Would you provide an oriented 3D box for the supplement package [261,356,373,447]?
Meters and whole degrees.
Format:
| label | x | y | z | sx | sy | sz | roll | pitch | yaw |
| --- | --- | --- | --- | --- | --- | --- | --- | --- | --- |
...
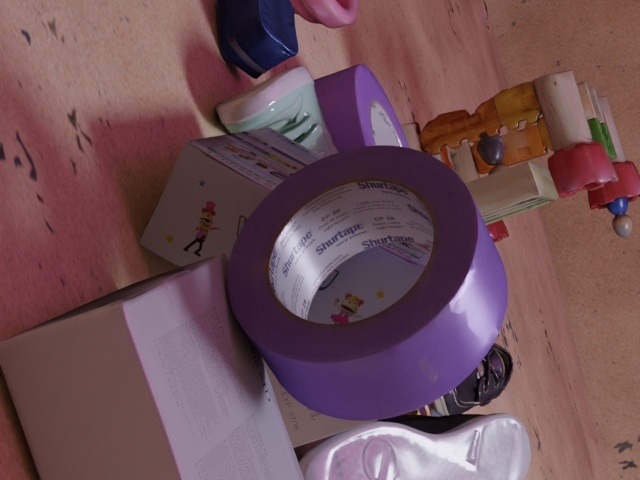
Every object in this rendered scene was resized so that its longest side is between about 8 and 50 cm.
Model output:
| label | x | y | z | sx | sy | sz | roll | pitch | yaw |
| --- | --- | --- | --- | --- | --- | --- | --- | --- | --- |
| supplement package | 0.015 | 0.115 | 1.813 | 0.179 | 0.105 | 0.105 | -18 | 88 | -77 |

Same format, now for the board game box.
| label | x | y | z | sx | sy | sz | roll | pitch | yaw |
| --- | --- | --- | --- | --- | --- | --- | --- | --- | --- |
| board game box | 0.000 | 0.000 | 1.666 | 0.224 | 0.097 | 0.303 | 28 | 9 | 8 |

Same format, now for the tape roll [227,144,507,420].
| label | x | y | z | sx | sy | sz | roll | pitch | yaw |
| --- | --- | --- | --- | --- | --- | --- | --- | --- | --- |
| tape roll | 0.034 | 0.029 | 1.416 | 0.080 | 0.189 | 0.189 | 59 | 18 | -49 |

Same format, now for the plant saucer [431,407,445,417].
| label | x | y | z | sx | sy | sz | roll | pitch | yaw |
| --- | --- | --- | --- | --- | --- | --- | --- | --- | --- |
| plant saucer | 0.161 | 0.333 | 2.275 | 0.317 | 0.043 | 0.318 | -18 | 90 | -77 |

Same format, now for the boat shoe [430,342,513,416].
| label | x | y | z | sx | sy | sz | roll | pitch | yaw |
| --- | --- | --- | --- | --- | --- | --- | --- | --- | --- |
| boat shoe | 0.186 | 0.163 | 2.493 | 0.285 | 0.092 | 0.103 | 8 | 65 | -76 |

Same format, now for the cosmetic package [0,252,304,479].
| label | x | y | z | sx | sy | sz | roll | pitch | yaw |
| --- | --- | --- | --- | --- | --- | --- | --- | --- | --- |
| cosmetic package | -0.073 | 0.211 | 1.327 | 0.284 | 0.097 | 0.377 | -25 | 96 | -76 |

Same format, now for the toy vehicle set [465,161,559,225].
| label | x | y | z | sx | sy | sz | roll | pitch | yaw |
| --- | --- | --- | --- | --- | --- | --- | --- | --- | --- |
| toy vehicle set | 0.103 | -0.017 | 2.003 | 0.166 | 0.267 | 0.035 | 1 | 71 | -76 |

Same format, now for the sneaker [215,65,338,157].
| label | x | y | z | sx | sy | sz | roll | pitch | yaw |
| --- | --- | --- | --- | --- | --- | --- | --- | --- | --- |
| sneaker | -0.021 | -0.083 | 1.942 | 0.256 | 0.094 | 0.151 | 4 | 62 | -79 |

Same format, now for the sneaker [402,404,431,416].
| label | x | y | z | sx | sy | sz | roll | pitch | yaw |
| --- | --- | --- | --- | --- | --- | --- | --- | --- | --- |
| sneaker | 0.100 | 0.212 | 2.120 | 0.084 | 0.069 | 0.185 | 15 | 58 | -69 |

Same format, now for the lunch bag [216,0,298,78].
| label | x | y | z | sx | sy | sz | roll | pitch | yaw |
| --- | --- | --- | --- | --- | --- | --- | --- | --- | --- |
| lunch bag | -0.069 | -0.219 | 2.015 | 0.067 | 0.065 | 0.098 | 39 | 33 | -40 |

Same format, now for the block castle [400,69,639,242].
| label | x | y | z | sx | sy | sz | roll | pitch | yaw |
| --- | --- | --- | --- | --- | --- | --- | --- | --- | --- |
| block castle | 0.268 | -0.073 | 2.698 | 0.453 | 0.303 | 0.213 | 5 | 68 | -75 |

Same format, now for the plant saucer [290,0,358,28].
| label | x | y | z | sx | sy | sz | roll | pitch | yaw |
| --- | --- | --- | --- | --- | --- | --- | --- | --- | --- |
| plant saucer | -0.051 | -0.398 | 2.293 | 0.332 | 0.084 | 0.332 | -18 | 90 | -77 |

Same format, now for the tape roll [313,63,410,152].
| label | x | y | z | sx | sy | sz | roll | pitch | yaw |
| --- | --- | --- | --- | --- | --- | --- | --- | --- | --- |
| tape roll | 0.050 | -0.057 | 2.235 | 0.275 | 0.090 | 0.275 | -19 | 90 | -78 |

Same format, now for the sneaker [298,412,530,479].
| label | x | y | z | sx | sy | sz | roll | pitch | yaw |
| --- | --- | --- | --- | --- | --- | --- | --- | --- | --- |
| sneaker | 0.053 | 0.222 | 1.869 | 0.295 | 0.147 | 0.105 | -5 | 85 | -45 |
